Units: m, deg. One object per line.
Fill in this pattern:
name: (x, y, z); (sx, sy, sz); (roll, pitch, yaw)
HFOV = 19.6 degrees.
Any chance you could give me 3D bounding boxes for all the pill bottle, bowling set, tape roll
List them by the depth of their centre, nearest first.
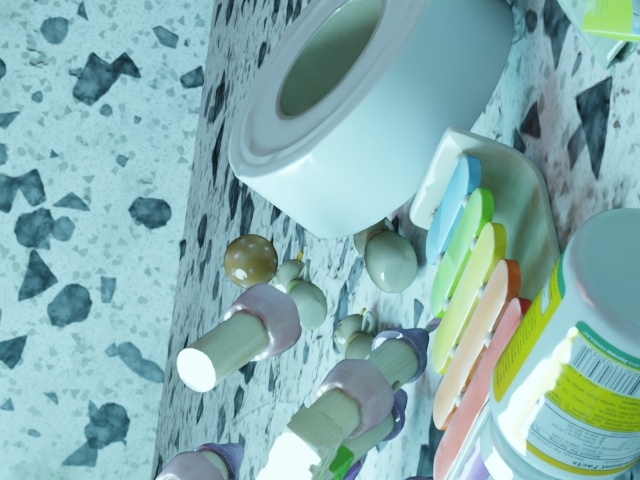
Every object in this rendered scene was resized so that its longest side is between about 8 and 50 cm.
pill bottle: (0.180, 0.086, 1.217); (0.208, 0.117, 0.118); (113, 160, -46)
tape roll: (0.044, -0.145, 1.696); (0.286, 0.100, 0.286); (-42, 24, 25)
bowling set: (0.000, 0.000, 1.850); (0.154, 0.199, 0.287); (-122, 47, -71)

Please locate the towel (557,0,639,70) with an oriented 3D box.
towel: (0.199, -0.322, 1.287); (0.324, 0.056, 0.312); (61, 150, 17)

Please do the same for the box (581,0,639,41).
box: (0.243, -0.175, 1.167); (0.178, 0.042, 0.109); (16, 99, 57)

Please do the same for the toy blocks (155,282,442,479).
toy blocks: (0.019, 0.215, 1.687); (0.260, 0.309, 0.289); (-34, -25, -51)

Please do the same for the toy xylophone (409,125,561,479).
toy xylophone: (0.130, 0.077, 1.498); (0.323, 0.081, 0.236); (-99, 22, -52)
